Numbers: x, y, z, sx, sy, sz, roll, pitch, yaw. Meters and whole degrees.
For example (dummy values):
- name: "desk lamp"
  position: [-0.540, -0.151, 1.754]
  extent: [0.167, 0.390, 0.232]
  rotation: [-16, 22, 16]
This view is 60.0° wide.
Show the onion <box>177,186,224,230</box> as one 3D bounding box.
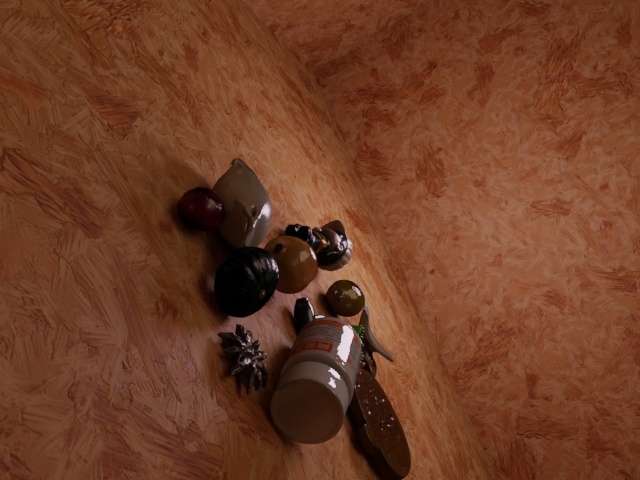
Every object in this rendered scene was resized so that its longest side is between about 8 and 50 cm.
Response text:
- name: "onion"
  position: [-0.318, -0.082, 1.482]
  extent: [0.131, 0.131, 0.131]
  rotation: [53, 19, -28]

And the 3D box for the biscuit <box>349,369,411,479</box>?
- name: "biscuit"
  position: [0.190, 0.651, 1.944]
  extent: [0.395, 0.070, 0.350]
  rotation: [66, 19, 13]

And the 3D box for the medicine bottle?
- name: "medicine bottle"
  position: [-0.004, 0.378, 1.554]
  extent: [0.211, 0.211, 0.371]
  rotation: [60, 17, -9]

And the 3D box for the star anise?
- name: "star anise"
  position: [-0.182, 0.295, 1.402]
  extent: [0.182, 0.065, 0.195]
  rotation: [37, 26, -57]

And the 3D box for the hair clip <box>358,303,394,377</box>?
- name: "hair clip"
  position: [0.198, 0.413, 2.247]
  extent: [0.282, 0.113, 0.172]
  rotation: [63, 6, 1]

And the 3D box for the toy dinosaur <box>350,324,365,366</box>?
- name: "toy dinosaur"
  position: [0.082, 0.395, 1.980]
  extent: [0.194, 0.152, 0.177]
  rotation: [-81, 170, -73]

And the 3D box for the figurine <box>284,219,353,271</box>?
- name: "figurine"
  position: [-0.008, 0.029, 2.178]
  extent: [0.332, 0.185, 0.205]
  rotation: [-9, 105, -54]

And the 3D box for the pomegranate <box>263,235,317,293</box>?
- name: "pomegranate"
  position: [-0.105, 0.075, 1.772]
  extent: [0.191, 0.191, 0.191]
  rotation: [53, 19, -28]

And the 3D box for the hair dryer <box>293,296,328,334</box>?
- name: "hair dryer"
  position: [0.002, 0.296, 1.866]
  extent: [0.219, 0.075, 0.196]
  rotation: [15, 57, -48]

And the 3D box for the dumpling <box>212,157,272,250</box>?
- name: "dumpling"
  position: [-0.238, -0.070, 1.650]
  extent: [0.341, 0.181, 0.260]
  rotation: [45, -35, 35]

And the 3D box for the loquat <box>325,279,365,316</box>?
- name: "loquat"
  position: [0.096, 0.227, 2.177]
  extent: [0.195, 0.152, 0.152]
  rotation: [44, 24, -62]

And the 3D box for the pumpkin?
- name: "pumpkin"
  position: [-0.192, 0.109, 1.456]
  extent: [0.194, 0.194, 0.150]
  rotation: [48, 2, -40]
